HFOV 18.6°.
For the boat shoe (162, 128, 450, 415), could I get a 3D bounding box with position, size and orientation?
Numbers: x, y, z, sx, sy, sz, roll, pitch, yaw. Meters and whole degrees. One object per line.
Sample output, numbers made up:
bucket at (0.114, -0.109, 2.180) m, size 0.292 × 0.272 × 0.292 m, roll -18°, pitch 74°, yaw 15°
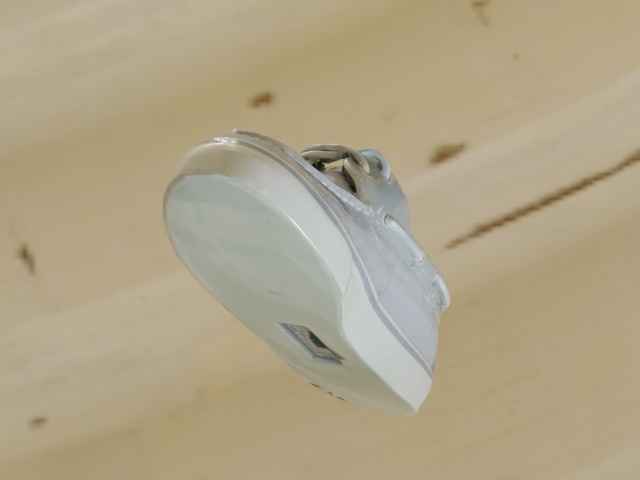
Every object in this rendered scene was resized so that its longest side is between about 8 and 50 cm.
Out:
boat shoe at (0.001, 0.000, 0.852) m, size 0.079 × 0.227 × 0.081 m, roll 10°, pitch -113°, yaw 26°
